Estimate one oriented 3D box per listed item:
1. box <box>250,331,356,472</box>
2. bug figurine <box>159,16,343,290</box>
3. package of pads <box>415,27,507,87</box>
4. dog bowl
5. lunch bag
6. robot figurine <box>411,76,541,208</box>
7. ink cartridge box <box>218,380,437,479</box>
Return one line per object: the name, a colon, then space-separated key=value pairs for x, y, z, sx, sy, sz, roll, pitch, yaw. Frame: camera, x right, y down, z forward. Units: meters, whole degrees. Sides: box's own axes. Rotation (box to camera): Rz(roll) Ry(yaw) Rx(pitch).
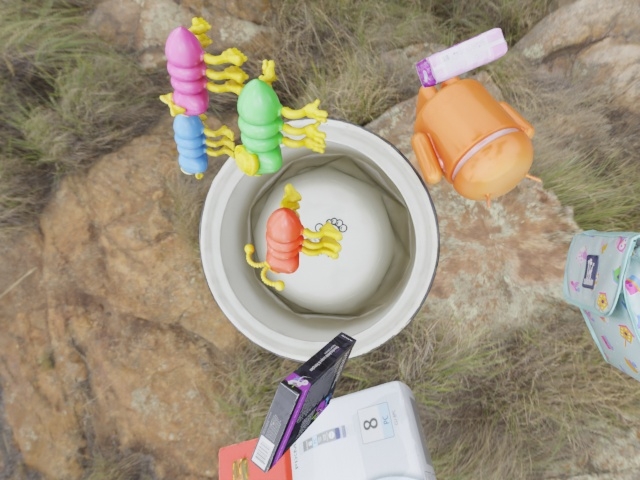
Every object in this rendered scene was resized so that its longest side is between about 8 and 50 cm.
box: x=-0.015 y=0.192 z=0.534 sx=0.029 sy=0.162 sz=0.116 roll=28 pitch=110 yaw=22
bug figurine: x=-0.091 y=-0.091 z=0.438 sx=0.279 sy=0.072 sz=0.216 roll=44 pitch=148 yaw=28
package of pads: x=0.149 y=-0.195 z=0.460 sx=0.083 sy=0.050 sz=0.032 roll=-23 pitch=103 yaw=1
dog bowl: x=0.000 y=0.000 z=0.776 sx=0.406 sy=0.150 sz=0.409 roll=1 pitch=94 yaw=12
lunch bag: x=0.545 y=0.104 z=0.746 sx=0.160 sy=0.223 sz=0.263 roll=-27 pitch=87 yaw=10
robot figurine: x=0.226 y=-0.150 z=0.651 sx=0.128 sy=0.157 sz=0.220 roll=-50 pitch=58 yaw=38
ink cartridge box: x=-0.011 y=0.416 z=0.635 sx=0.384 sy=0.091 sz=0.309 roll=-22 pitch=51 yaw=14
